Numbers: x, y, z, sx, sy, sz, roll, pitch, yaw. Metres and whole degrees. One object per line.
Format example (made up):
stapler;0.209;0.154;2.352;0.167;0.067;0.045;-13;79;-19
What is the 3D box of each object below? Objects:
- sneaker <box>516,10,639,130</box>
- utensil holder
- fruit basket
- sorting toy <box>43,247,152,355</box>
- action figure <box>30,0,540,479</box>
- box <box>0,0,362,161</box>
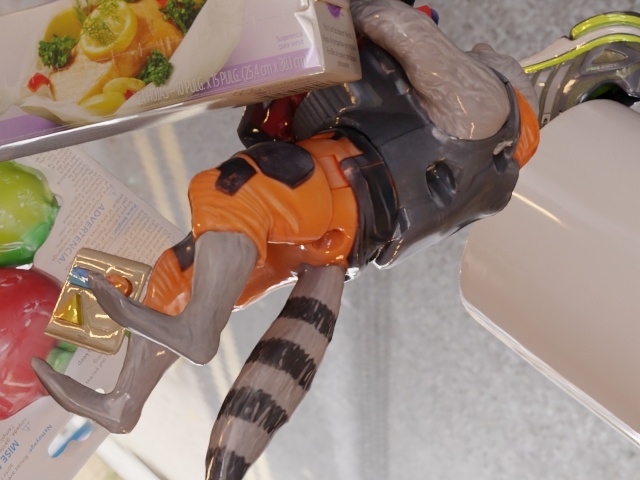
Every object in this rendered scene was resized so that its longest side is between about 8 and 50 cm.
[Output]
sneaker;0.271;-0.156;1.668;0.111;0.121;0.300;25;136;-37
utensil holder;0.392;0.065;1.501;0.385;0.327;0.327;38;163;35
fruit basket;-0.273;0.062;1.088;0.353;0.327;0.165;37;180;26
sorting toy;-0.126;0.038;0.842;0.083;0.062;0.012;14;163;29
action figure;0.000;0.000;0.791;0.178;0.330;0.341;45;153;14
box;-0.143;-0.076;0.678;0.067;0.324;0.063;-5;-95;-72
